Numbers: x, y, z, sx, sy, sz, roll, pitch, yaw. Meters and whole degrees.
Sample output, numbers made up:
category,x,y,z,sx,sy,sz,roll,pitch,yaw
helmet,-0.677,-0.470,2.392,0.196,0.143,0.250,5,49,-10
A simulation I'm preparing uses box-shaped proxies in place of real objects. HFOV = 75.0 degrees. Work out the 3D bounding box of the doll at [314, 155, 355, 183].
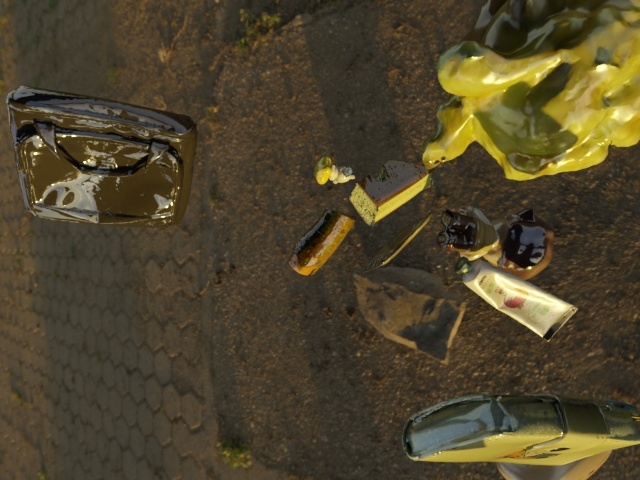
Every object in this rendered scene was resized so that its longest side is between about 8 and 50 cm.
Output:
category,x,y,z,sx,sy,sz,roll,pitch,yaw
doll,0.042,-0.182,1.142,0.135,0.113,0.071,5,82,52

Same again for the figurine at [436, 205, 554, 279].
category,x,y,z,sx,sy,sz,roll,pitch,yaw
figurine,0.524,0.005,1.278,0.206,0.366,0.217,125,154,-79

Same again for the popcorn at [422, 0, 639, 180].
category,x,y,z,sx,sy,sz,roll,pitch,yaw
popcorn,0.322,-0.224,0.585,0.279,0.274,0.335,25,83,22

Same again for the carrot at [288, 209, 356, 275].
category,x,y,z,sx,sy,sz,roll,pitch,yaw
carrot,0.000,0.000,0.929,0.082,0.082,0.173,44,103,31

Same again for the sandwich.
category,x,y,z,sx,sy,sz,roll,pitch,yaw
sandwich,0.215,-0.162,1.246,0.236,0.122,0.128,-32,75,-13

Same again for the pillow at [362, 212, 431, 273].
category,x,y,z,sx,sy,sz,roll,pitch,yaw
pillow,0.193,0.006,1.041,0.033,0.217,0.130,50,154,-1

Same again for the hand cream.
category,x,y,z,sx,sy,sz,roll,pitch,yaw
hand cream,0.523,0.148,1.140,0.336,0.076,0.121,30,110,-2

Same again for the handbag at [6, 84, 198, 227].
category,x,y,z,sx,sy,sz,roll,pitch,yaw
handbag,-0.361,-0.125,0.711,0.088,0.276,0.244,-104,29,-45

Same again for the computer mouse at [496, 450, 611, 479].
category,x,y,z,sx,sy,sz,roll,pitch,yaw
computer mouse,0.457,0.407,0.822,0.145,0.237,0.081,11,114,64

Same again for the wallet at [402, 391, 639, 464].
category,x,y,z,sx,sy,sz,roll,pitch,yaw
wallet,0.157,0.146,0.323,0.110,0.155,0.039,127,148,-46
